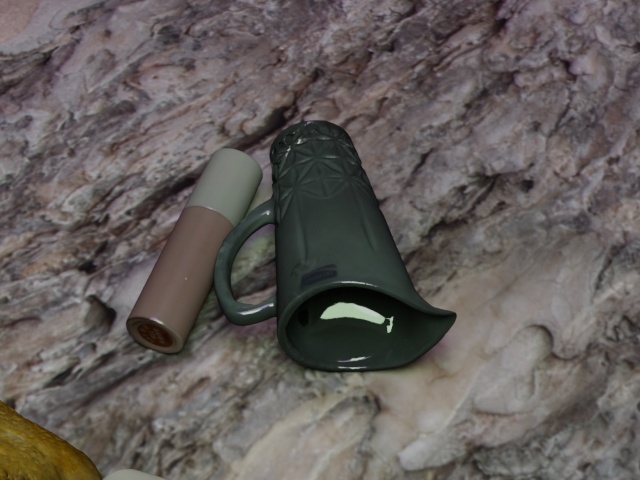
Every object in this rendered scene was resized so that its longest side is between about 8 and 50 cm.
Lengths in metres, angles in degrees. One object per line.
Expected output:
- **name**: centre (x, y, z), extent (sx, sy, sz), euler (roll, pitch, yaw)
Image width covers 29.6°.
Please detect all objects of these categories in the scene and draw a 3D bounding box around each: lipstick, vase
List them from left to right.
- **lipstick**: centre (-0.142, 0.008, 1.400), extent (0.070, 0.070, 0.254), euler (15, 56, 11)
- **vase**: centre (0.000, 0.000, 1.369), extent (0.251, 0.156, 0.301), euler (-10, 48, -2)

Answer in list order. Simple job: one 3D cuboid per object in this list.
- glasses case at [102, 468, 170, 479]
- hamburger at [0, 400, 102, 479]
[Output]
- **glasses case**: centre (-0.135, 0.288, 1.206), extent (0.204, 0.051, 0.081), euler (19, 57, 13)
- **hamburger**: centre (-0.339, 0.236, 1.110), extent (0.314, 0.290, 0.170), euler (25, 100, 27)
